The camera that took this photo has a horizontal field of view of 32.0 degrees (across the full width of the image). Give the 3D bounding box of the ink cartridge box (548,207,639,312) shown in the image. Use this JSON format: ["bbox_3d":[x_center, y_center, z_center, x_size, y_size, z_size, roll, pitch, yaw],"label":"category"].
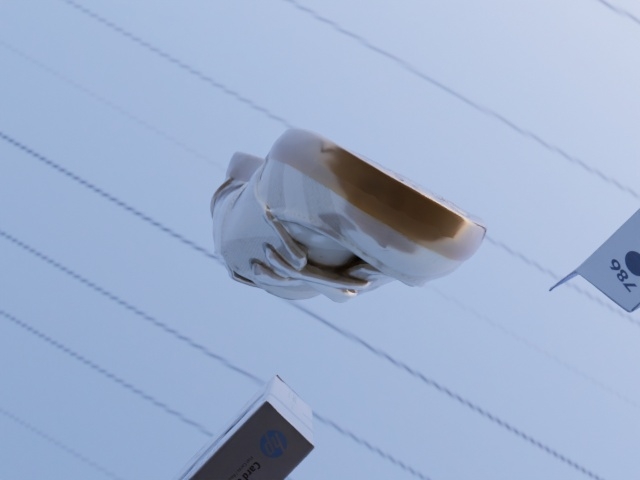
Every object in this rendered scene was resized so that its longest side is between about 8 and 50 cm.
[{"bbox_3d":[0.322,-0.041,0.861,0.165,0.333,0.065,-26,-106,-28],"label":"ink cartridge box"}]

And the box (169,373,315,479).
[{"bbox_3d":[-0.066,0.145,0.637,0.038,0.186,0.145,45,-93,0],"label":"box"}]

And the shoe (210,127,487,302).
[{"bbox_3d":[0.000,0.000,0.420,0.076,0.219,0.058,24,-92,-13],"label":"shoe"}]
